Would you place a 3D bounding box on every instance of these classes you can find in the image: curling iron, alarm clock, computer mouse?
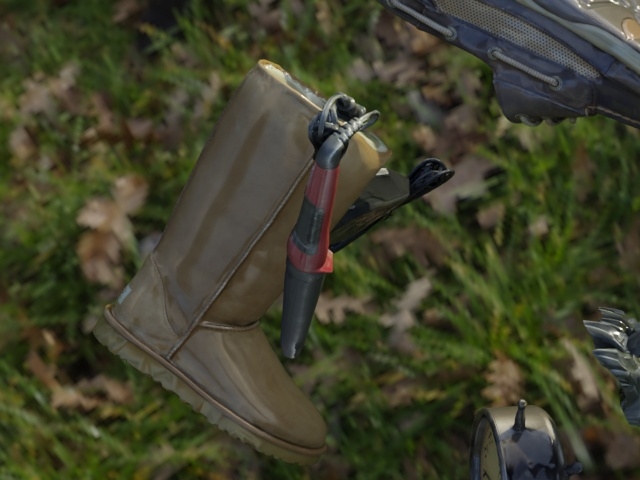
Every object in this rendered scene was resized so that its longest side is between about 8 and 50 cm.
[{"bbox_3d":[0.000,0.000,1.213,0.035,0.274,0.068,28,50,15],"label":"curling iron"},{"bbox_3d":[0.152,0.198,1.335,0.064,0.192,0.129,-2,72,-10],"label":"alarm clock"},{"bbox_3d":[0.002,-0.022,1.606,0.184,0.060,0.262,-34,-5,30],"label":"computer mouse"}]

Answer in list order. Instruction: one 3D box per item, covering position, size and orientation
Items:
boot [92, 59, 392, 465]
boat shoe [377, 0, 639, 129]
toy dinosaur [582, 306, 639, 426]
[{"bbox_3d":[-0.028,0.026,1.407,0.269,0.236,0.089,-54,12,11],"label":"boot"},{"bbox_3d":[0.198,-0.167,1.430,0.355,0.130,0.132,36,35,4],"label":"boat shoe"},{"bbox_3d":[0.305,0.058,1.167,0.218,0.164,0.322,-24,64,12],"label":"toy dinosaur"}]
